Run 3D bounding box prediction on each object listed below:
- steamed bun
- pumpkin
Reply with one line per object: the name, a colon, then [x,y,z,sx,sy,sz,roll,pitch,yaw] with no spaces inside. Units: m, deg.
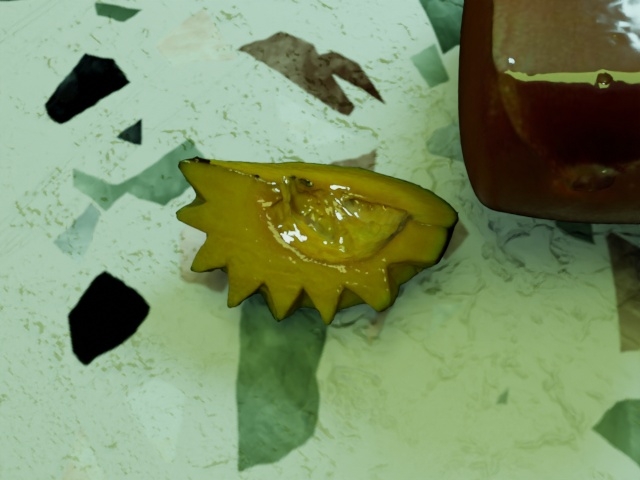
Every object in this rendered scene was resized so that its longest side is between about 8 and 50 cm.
steamed bun: [0.244,-0.178,0.912,0.234,0.248,0.380,3,62,10]
pumpkin: [0.000,0.000,0.947,0.253,0.149,0.131,13,105,14]
